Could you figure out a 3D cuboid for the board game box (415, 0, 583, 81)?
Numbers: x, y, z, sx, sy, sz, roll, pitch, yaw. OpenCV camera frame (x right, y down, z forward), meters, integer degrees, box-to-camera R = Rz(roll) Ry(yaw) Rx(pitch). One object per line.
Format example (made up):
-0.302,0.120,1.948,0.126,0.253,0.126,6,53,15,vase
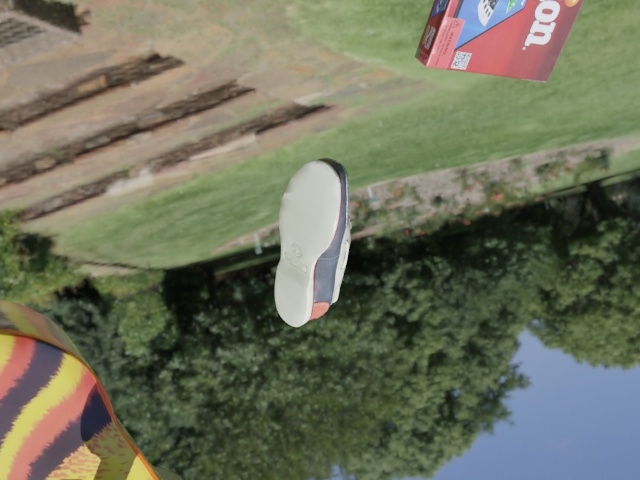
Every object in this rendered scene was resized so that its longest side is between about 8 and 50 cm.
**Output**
0.190,-0.275,0.703,0.145,0.281,0.027,0,-145,-28,board game box

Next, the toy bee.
-0.113,0.145,0.436,0.162,0.298,0.195,-24,-134,-24,toy bee

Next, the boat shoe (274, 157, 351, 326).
0.000,0.000,0.565,0.043,0.137,0.049,-24,-132,-38,boat shoe
